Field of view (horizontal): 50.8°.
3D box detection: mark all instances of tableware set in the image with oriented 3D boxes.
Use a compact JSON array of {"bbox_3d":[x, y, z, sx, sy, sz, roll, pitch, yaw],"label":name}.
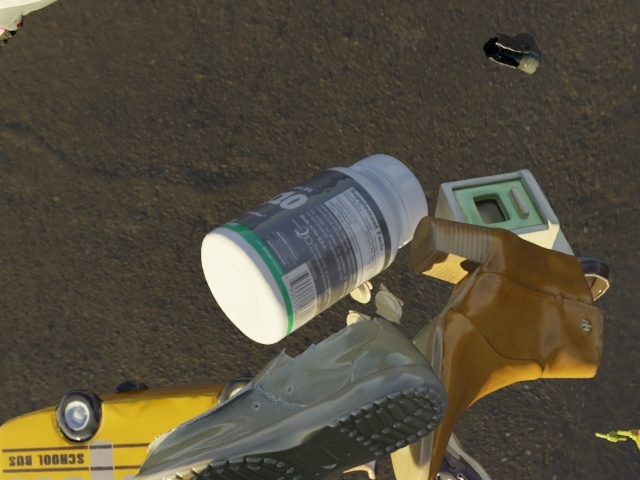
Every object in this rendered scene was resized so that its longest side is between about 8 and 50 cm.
[{"bbox_3d":[0.106,0.146,1.321,0.141,0.169,0.020,26,41,37],"label":"tableware set"}]

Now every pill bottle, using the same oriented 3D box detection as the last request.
[{"bbox_3d":[0.000,0.000,1.138,0.361,0.204,0.204,-31,61,-31],"label":"pill bottle"}]

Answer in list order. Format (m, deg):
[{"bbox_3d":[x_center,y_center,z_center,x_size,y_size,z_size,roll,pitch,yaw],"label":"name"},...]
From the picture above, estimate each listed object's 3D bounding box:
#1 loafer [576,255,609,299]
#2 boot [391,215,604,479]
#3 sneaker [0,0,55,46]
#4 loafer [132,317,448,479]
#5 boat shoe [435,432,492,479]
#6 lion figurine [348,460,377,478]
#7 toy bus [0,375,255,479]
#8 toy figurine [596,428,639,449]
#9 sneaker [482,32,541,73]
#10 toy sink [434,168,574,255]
[{"bbox_3d":[0.495,0.181,1.496,0.366,0.134,0.130,-44,35,24],"label":"loafer"},{"bbox_3d":[0.187,0.119,0.679,0.211,0.104,0.295,17,63,-13],"label":"boot"},{"bbox_3d":[-0.437,-0.255,0.862,0.295,0.178,0.124,-19,58,-10],"label":"sneaker"},{"bbox_3d":[-0.029,0.146,0.538,0.268,0.102,0.092,-25,37,15],"label":"loafer"},{"bbox_3d":[0.239,0.435,1.250,0.092,0.103,0.285,-14,31,-16],"label":"boat shoe"},{"bbox_3d":[-0.026,0.359,1.242,0.240,0.392,0.142,-3,46,16],"label":"lion figurine"},{"bbox_3d":[-0.159,0.208,0.685,0.332,0.108,0.130,-8,82,16],"label":"toy bus"},{"bbox_3d":[0.704,0.454,1.251,0.191,0.362,0.217,2,71,-18],"label":"toy figurine"},{"bbox_3d":[0.310,-0.319,1.115,0.089,0.170,0.051,17,120,-7],"label":"sneaker"},{"bbox_3d":[0.347,-0.033,1.242,0.234,0.131,0.153,-8,50,-6],"label":"toy sink"}]
